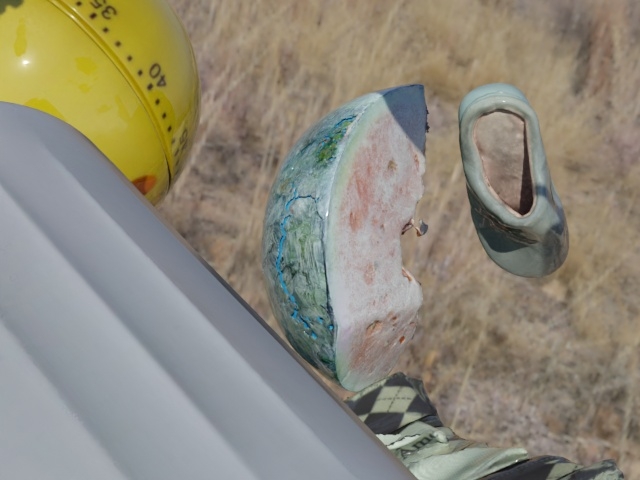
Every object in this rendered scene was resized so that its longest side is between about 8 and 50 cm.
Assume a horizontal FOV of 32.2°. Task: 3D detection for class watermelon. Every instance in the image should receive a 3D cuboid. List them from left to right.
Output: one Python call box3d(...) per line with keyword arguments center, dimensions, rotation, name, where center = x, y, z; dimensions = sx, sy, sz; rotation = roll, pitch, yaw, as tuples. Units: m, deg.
box3d(center=(-0.005, 0.000, 1.133), dimensions=(0.175, 0.322, 0.188), rotation=(3, 4, 38), name="watermelon")

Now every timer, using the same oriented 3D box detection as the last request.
box3d(center=(-0.322, -0.128, 1.163), dimensions=(0.376, 0.376, 0.387), rotation=(28, 60, 25), name="timer")

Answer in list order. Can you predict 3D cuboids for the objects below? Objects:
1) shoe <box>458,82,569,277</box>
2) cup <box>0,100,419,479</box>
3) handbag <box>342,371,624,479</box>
box3d(center=(0.158, -0.034, 0.921), dimensions=(0.079, 0.195, 0.078), rotation=(-8, 33, 16), name="shoe")
box3d(center=(-0.152, 0.116, 0.470), dimensions=(0.322, 0.237, 0.327), rotation=(-20, 50, -40), name="cup")
box3d(center=(0.050, 0.246, 0.952), dimensions=(0.316, 0.180, 0.416), rotation=(-26, 11, -19), name="handbag")
